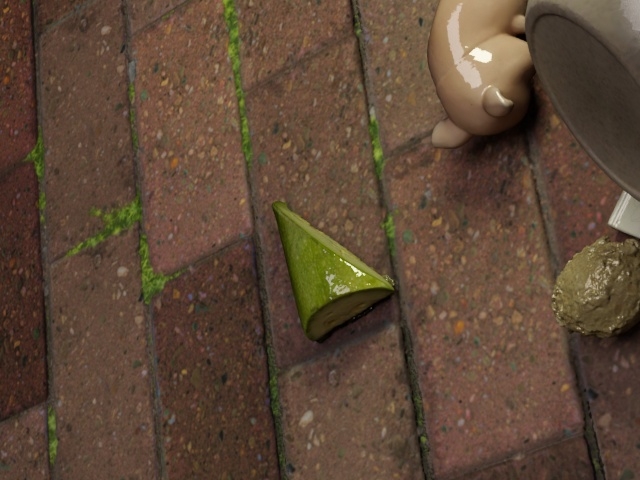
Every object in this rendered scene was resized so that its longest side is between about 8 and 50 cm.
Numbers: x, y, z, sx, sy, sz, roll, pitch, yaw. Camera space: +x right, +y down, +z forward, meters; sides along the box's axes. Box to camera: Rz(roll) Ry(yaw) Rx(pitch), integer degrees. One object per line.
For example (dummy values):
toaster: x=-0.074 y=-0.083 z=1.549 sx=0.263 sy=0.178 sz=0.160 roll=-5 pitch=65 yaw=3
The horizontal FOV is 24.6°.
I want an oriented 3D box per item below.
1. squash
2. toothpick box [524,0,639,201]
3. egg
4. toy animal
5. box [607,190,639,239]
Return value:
squash: x=0.000 y=0.000 z=2.165 sx=0.169 sy=0.093 sz=0.252 roll=-34 pitch=55 yaw=30
toothpick box: x=0.480 y=-0.259 z=1.635 sx=0.425 sy=0.409 sz=0.409 roll=-35 pitch=49 yaw=-7
egg: x=0.352 y=0.061 z=1.819 sx=0.140 sy=0.116 sz=0.118 roll=-30 pitch=85 yaw=30
toy animal: x=0.223 y=-0.262 z=2.023 sx=0.166 sy=0.154 sz=0.250 roll=112 pitch=158 yaw=-68
box: x=0.461 y=-0.033 z=1.818 sx=0.198 sy=0.029 sz=0.109 roll=27 pitch=93 yaw=43
